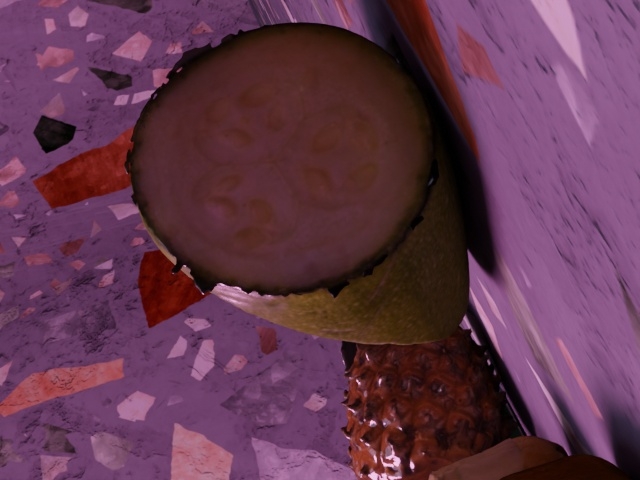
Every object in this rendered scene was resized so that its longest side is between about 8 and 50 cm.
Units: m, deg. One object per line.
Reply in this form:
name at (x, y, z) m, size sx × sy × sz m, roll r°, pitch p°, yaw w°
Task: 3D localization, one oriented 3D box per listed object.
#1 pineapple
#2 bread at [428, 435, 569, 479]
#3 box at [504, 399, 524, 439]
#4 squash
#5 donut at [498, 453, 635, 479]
pineapple at (0.066, 0.067, 1.171) m, size 0.165 × 0.165 × 0.364 m, roll 64°, pitch -172°, yaw -57°
bread at (0.159, 0.236, 0.852) m, size 0.140 × 0.106 × 0.236 m, roll -114°, pitch -1°, yaw -51°
box at (0.190, 0.262, 1.206) m, size 0.199 × 0.081 × 0.135 m, roll 62°, pitch 179°, yaw 28°
squash at (0.000, 0.000, 0.781) m, size 0.260 × 0.189 × 0.189 m, roll 74°, pitch 170°, yaw -66°
donut at (0.145, 0.215, 0.620) m, size 0.226 × 0.114 × 0.226 m, roll 63°, pitch 180°, yaw -1°
